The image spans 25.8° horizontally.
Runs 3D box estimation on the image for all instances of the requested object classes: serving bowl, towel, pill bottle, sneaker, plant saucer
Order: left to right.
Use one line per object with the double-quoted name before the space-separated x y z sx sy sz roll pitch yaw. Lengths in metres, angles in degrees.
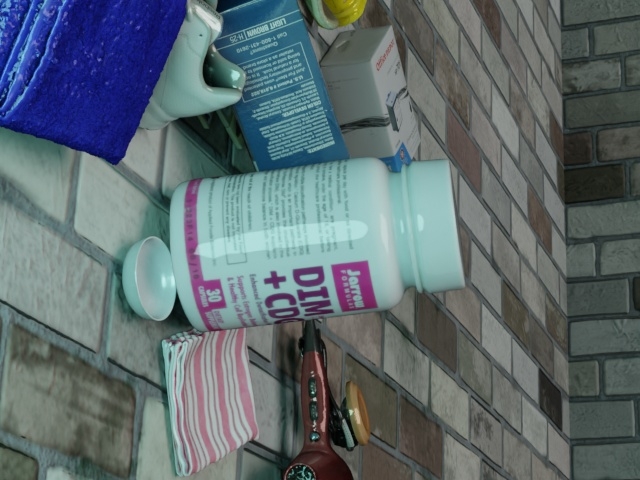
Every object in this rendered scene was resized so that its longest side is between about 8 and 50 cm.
"towel" -0.170 -0.219 1.156 0.228 0.076 0.308 15 101 -60
"serving bowl" -0.172 0.038 1.365 0.083 0.027 0.083 -6 90 -70
"sneaker" -0.164 -0.232 1.316 0.297 0.129 0.111 60 33 -45
"towel" -0.110 0.162 1.493 0.197 0.029 0.144 -12 97 -69
"pill bottle" 0.000 0.000 1.430 0.160 0.283 0.160 -8 90 -83
"plant saucer" 0.049 0.219 1.778 0.083 0.013 0.083 -14 90 -82

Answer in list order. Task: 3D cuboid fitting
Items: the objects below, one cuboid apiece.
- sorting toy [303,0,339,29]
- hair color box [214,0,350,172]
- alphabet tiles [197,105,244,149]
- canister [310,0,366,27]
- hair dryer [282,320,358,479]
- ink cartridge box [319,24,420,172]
"sorting toy" -0.041 -0.372 1.481 0.307 0.041 0.229 -115 -172 -60
"hair color box" -0.040 -0.140 1.546 0.174 0.105 0.347 -110 179 -58
"alphabet tiles" -0.124 -0.224 1.586 0.237 0.009 0.198 61 30 -45
"canister" 0.003 -0.389 1.874 0.170 0.073 0.126 62 30 -42
"hair dryer" -0.016 0.227 1.678 0.293 0.080 0.223 -86 159 -64
"ink cartridge box" 0.073 -0.192 1.994 0.139 0.082 0.190 -62 143 -55
